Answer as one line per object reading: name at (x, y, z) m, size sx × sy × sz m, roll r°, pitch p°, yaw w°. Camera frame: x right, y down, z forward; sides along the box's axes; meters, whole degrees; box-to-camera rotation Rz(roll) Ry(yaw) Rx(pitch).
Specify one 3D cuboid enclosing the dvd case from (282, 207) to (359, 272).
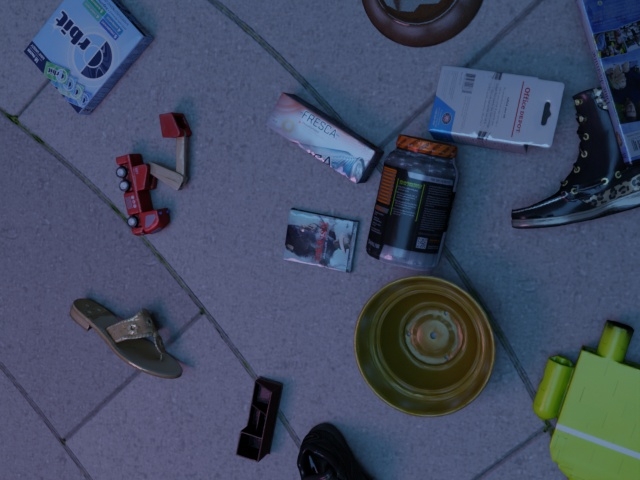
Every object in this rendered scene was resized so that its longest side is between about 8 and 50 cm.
dvd case at (0.000, 0.000, 1.433) m, size 0.119 × 0.013 × 0.087 m, roll 12°, pitch 99°, yaw 16°

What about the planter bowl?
planter bowl at (0.167, 0.154, 1.353) m, size 0.217 × 0.090 × 0.217 m, roll 2°, pitch 97°, yaw 18°

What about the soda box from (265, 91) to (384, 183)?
soda box at (0.006, -0.163, 1.390) m, size 0.183 × 0.058 × 0.063 m, roll 34°, pitch 105°, yaw 13°

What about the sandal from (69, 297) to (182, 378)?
sandal at (-0.332, 0.147, 1.520) m, size 0.240 × 0.088 × 0.079 m, roll 30°, pitch 110°, yaw 18°

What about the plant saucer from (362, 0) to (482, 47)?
plant saucer at (0.151, -0.395, 1.328) m, size 0.198 × 0.036 × 0.199 m, roll 2°, pitch 97°, yaw 19°

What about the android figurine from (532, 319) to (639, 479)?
android figurine at (0.441, 0.263, 1.292) m, size 0.248 × 0.056 × 0.273 m, roll 17°, pitch 100°, yaw 16°

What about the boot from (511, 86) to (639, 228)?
boot at (0.374, -0.119, 1.259) m, size 0.236 × 0.085 × 0.179 m, roll -15°, pitch 89°, yaw 13°

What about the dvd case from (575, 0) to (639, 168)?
dvd case at (0.469, -0.244, 1.204) m, size 0.180 × 0.022 × 0.253 m, roll -16°, pitch 87°, yaw -6°

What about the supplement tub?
supplement tub at (0.142, -0.058, 1.325) m, size 0.116 × 0.117 × 0.191 m, roll 15°, pitch 101°, yaw 16°

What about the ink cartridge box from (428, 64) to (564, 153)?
ink cartridge box at (0.259, -0.189, 1.290) m, size 0.180 × 0.060 × 0.104 m, roll 12°, pitch 85°, yaw 17°

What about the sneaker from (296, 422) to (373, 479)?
sneaker at (0.041, 0.410, 1.404) m, size 0.087 × 0.130 × 0.228 m, roll -38°, pitch 86°, yaw 20°

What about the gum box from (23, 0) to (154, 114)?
gum box at (-0.402, -0.338, 1.515) m, size 0.184 × 0.041 × 0.157 m, roll -45°, pitch 82°, yaw 17°

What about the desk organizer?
desk organizer at (-0.104, 0.302, 1.480) m, size 0.047 × 0.050 × 0.130 m, roll 14°, pitch 100°, yaw 16°

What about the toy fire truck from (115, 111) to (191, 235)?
toy fire truck at (-0.276, -0.112, 1.495) m, size 0.135 × 0.047 × 0.192 m, roll -11°, pitch 93°, yaw 18°
